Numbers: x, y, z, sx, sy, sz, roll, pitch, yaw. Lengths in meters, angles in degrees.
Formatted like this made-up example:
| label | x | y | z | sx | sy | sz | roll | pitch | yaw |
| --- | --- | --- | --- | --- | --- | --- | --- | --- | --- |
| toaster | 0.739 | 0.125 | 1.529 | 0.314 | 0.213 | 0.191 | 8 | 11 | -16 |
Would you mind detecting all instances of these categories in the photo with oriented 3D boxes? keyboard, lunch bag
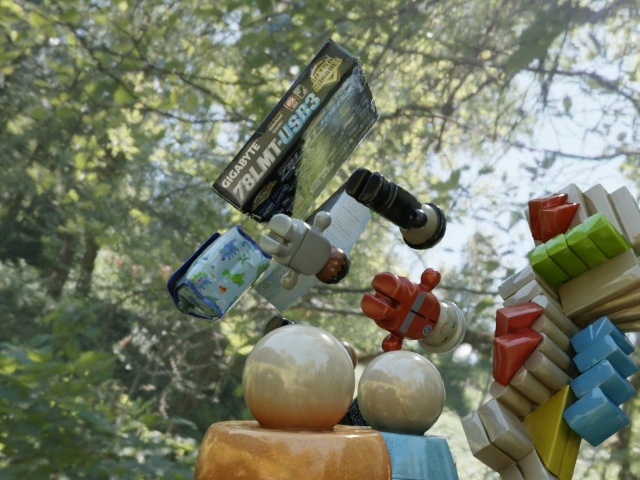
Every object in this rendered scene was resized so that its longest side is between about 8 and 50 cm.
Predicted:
| label | x | y | z | sx | sy | sz | roll | pitch | yaw |
| --- | --- | --- | --- | --- | --- | --- | --- | --- | --- |
| keyboard | 0.071 | 0.344 | 1.210 | 0.038 | 0.100 | 0.192 | 1 | -64 | 42 |
| lunch bag | -0.163 | 0.054 | 1.200 | 0.096 | 0.129 | 0.151 | 45 | -23 | -7 |

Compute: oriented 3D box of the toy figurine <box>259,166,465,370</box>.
| label | x | y | z | sx | sy | sz | roll | pitch | yaw |
| --- | --- | --- | --- | --- | --- | --- | --- | --- | --- |
| toy figurine | 0.046 | 0.047 | 0.882 | 0.210 | 0.213 | 0.148 | -28 | -37 | 29 |

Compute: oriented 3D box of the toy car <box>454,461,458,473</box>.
| label | x | y | z | sx | sy | sz | roll | pitch | yaw |
| --- | --- | --- | --- | --- | --- | --- | --- | --- | --- |
| toy car | 0.201 | 0.439 | 1.353 | 0.060 | 0.122 | 0.040 | 14 | 22 | 33 |

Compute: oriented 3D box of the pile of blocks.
| label | x | y | z | sx | sy | sz | roll | pitch | yaw |
| --- | --- | --- | --- | --- | --- | --- | --- | --- | --- |
| pile of blocks | 0.230 | 0.075 | 0.735 | 0.113 | 0.362 | 0.149 | 38 | -34 | -30 |

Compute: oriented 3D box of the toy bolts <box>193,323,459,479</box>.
| label | x | y | z | sx | sy | sz | roll | pitch | yaw |
| --- | --- | --- | --- | --- | --- | --- | --- | --- | --- |
| toy bolts | 0.056 | 0.138 | 0.447 | 0.218 | 0.158 | 0.228 | 2 | -11 | 13 |

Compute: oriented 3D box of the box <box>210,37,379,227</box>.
| label | x | y | z | sx | sy | sz | roll | pitch | yaw |
| --- | --- | --- | --- | --- | --- | --- | --- | --- | --- |
| box | -0.027 | -0.154 | 1.294 | 0.073 | 0.295 | 0.293 | 38 | 1 | 15 |

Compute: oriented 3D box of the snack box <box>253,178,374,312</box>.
| label | x | y | z | sx | sy | sz | roll | pitch | yaw |
| --- | --- | --- | --- | --- | --- | --- | --- | --- | --- |
| snack box | 0.000 | 0.000 | 1.273 | 0.070 | 0.207 | 0.174 | 42 | -51 | -8 |
